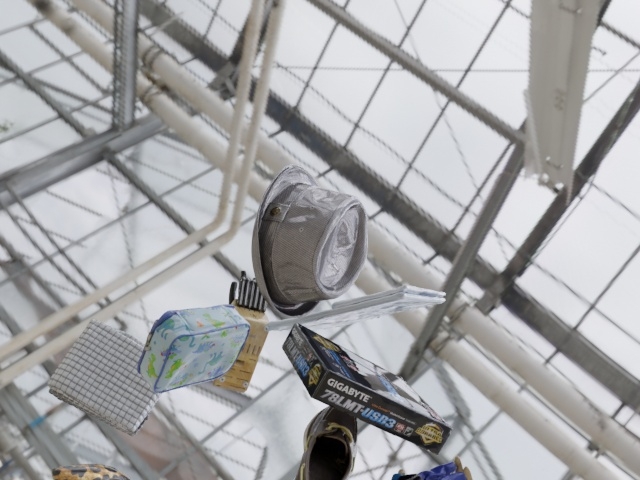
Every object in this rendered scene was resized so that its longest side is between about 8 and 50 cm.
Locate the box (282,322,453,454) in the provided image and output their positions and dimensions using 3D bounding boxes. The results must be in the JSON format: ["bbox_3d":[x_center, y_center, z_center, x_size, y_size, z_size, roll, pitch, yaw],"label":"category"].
[{"bbox_3d":[0.085,0.296,1.658,0.293,0.073,0.295,27,4,-17],"label":"box"}]

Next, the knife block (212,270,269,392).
[{"bbox_3d":[-0.210,0.226,2.145,0.242,0.088,0.276,-128,-123,-69],"label":"knife block"}]

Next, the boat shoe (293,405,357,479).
[{"bbox_3d":[0.017,0.416,1.581,0.116,0.324,0.097,34,-58,0],"label":"boat shoe"}]

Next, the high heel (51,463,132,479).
[{"bbox_3d":[-0.308,0.447,1.332,0.186,0.093,0.261,9,-29,46],"label":"high heel"}]

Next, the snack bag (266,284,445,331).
[{"bbox_3d":[0.090,0.160,1.883,0.342,0.323,0.037,-16,-101,23],"label":"snack bag"}]

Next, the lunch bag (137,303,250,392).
[{"bbox_3d":[-0.266,0.225,1.699,0.090,0.219,0.176,43,-58,32],"label":"lunch bag"}]

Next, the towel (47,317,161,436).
[{"bbox_3d":[-0.564,0.378,2.233,0.283,0.235,0.121,28,-33,3],"label":"towel"}]

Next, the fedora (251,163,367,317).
[{"bbox_3d":[0.000,0.000,1.381,0.124,0.275,0.244,-1,-49,32],"label":"fedora"}]

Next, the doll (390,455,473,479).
[{"bbox_3d":[0.182,0.455,1.487,0.129,0.189,0.046,-136,-149,-66],"label":"doll"}]
